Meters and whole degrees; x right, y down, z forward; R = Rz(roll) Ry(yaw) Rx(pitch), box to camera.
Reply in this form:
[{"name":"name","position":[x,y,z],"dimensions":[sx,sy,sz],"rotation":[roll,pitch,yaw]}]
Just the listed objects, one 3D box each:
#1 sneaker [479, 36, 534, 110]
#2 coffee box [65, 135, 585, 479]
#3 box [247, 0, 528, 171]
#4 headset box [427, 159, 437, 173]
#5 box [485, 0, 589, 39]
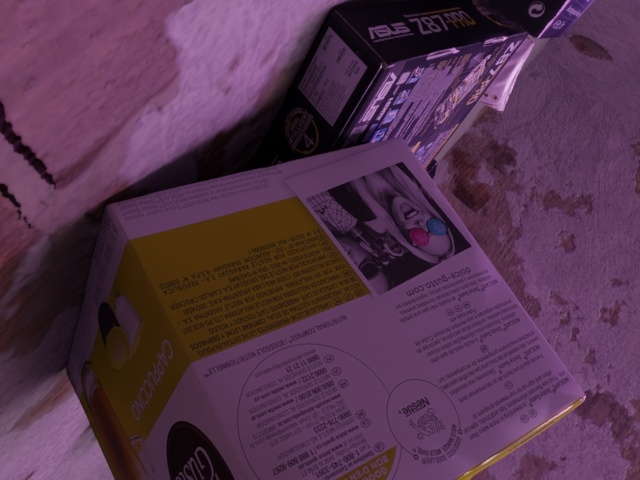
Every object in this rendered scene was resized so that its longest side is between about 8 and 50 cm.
[{"name":"sneaker","position":[0.228,-0.255,1.154],"dimensions":[0.292,0.169,0.108],"rotation":[-51,175,34]},{"name":"coffee box","position":[-0.024,0.149,0.702],"dimensions":[0.338,0.334,0.337],"rotation":[-17,155,-35]},{"name":"box","position":[0.058,-0.124,0.876],"dimensions":[0.318,0.097,0.395],"rotation":[-23,157,-42]},{"name":"headset box","position":[0.137,-0.110,1.527],"dimensions":[0.283,0.131,0.246],"rotation":[-49,173,6]},{"name":"box","position":[0.268,-0.376,0.686],"dimensions":[0.294,0.183,0.296],"rotation":[-54,172,27]}]
